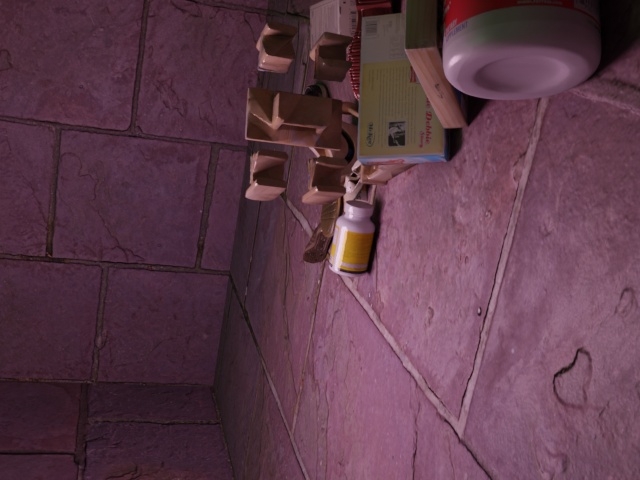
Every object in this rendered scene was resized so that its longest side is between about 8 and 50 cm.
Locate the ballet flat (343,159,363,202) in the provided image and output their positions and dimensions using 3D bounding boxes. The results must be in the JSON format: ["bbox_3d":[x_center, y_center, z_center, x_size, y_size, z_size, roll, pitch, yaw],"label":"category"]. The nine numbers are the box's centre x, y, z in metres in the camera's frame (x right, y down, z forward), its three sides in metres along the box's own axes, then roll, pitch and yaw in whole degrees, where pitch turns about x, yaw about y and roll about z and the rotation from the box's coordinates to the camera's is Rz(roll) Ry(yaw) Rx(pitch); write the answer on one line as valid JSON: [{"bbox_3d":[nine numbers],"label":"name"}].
[{"bbox_3d":[0.094,-0.171,2.008,0.168,0.052,0.057,-57,40,27],"label":"ballet flat"}]

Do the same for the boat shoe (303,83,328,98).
[{"bbox_3d":[-0.027,-0.442,2.500,0.285,0.092,0.103,-109,29,-54],"label":"boat shoe"}]

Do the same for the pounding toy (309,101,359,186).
[{"bbox_3d":[0.043,-0.284,2.112,0.155,0.154,0.270,120,150,-55],"label":"pounding toy"}]

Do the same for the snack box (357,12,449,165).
[{"bbox_3d":[0.178,-0.323,1.620,0.060,0.187,0.322,28,-117,-70],"label":"snack box"}]

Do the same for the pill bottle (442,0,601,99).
[{"bbox_3d":[0.301,-0.441,1.163,0.229,0.229,0.408,149,125,-70],"label":"pill bottle"}]

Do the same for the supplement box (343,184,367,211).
[{"bbox_3d":[0.094,-0.121,2.096,0.098,0.036,0.062,133,139,-64],"label":"supplement box"}]

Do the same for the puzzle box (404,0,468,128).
[{"bbox_3d":[0.216,-0.389,1.364,0.409,0.052,0.272,27,-117,-70],"label":"puzzle box"}]

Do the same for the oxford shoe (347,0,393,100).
[{"bbox_3d":[0.144,-0.525,1.982,0.130,0.123,0.348,-19,-66,-79],"label":"oxford shoe"}]

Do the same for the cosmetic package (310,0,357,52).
[{"bbox_3d":[0.060,-0.610,2.190,0.309,0.113,0.160,-141,48,-71],"label":"cosmetic package"}]

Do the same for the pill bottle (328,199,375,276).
[{"bbox_3d":[0.085,-0.006,1.976,0.103,0.103,0.184,-126,44,-66],"label":"pill bottle"}]

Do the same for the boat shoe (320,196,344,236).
[{"bbox_3d":[0.052,-0.113,2.177,0.080,0.073,0.224,-19,62,52],"label":"boat shoe"}]

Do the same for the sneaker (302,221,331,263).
[{"bbox_3d":[0.000,0.000,2.364,0.188,0.066,0.071,124,164,-49],"label":"sneaker"}]

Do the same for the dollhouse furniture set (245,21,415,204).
[{"bbox_3d":[0.015,-0.258,1.775,0.256,0.394,0.362,153,121,-71],"label":"dollhouse furniture set"}]
